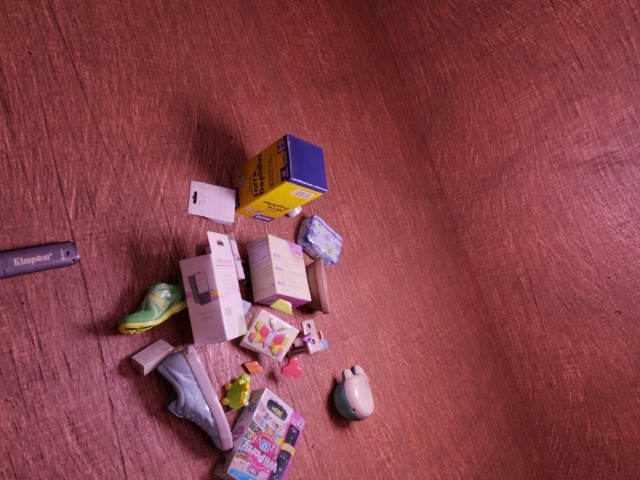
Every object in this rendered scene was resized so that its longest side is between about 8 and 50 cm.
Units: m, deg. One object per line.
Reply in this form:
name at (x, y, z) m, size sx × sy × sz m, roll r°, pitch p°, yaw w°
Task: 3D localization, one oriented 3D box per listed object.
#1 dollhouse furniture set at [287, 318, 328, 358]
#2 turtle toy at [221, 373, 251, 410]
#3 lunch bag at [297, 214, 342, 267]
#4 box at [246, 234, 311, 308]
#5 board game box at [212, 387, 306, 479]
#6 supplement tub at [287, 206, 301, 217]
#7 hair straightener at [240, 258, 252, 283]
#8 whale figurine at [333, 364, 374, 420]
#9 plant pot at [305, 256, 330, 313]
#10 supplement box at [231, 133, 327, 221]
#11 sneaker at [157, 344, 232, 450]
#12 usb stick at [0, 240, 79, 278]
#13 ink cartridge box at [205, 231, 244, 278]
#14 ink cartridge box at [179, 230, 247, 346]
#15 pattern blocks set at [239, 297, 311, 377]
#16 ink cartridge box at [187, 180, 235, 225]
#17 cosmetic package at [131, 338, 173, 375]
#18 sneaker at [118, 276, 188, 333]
dollhouse furniture set at (-0.037, 0.381, 1.964) m, size 0.184 × 0.129 × 0.129 m, roll -5°, pitch 76°, yaw -47°
turtle toy at (-0.276, 0.518, 1.680) m, size 0.066 × 0.095 × 0.130 m, roll 54°, pitch 37°, yaw -47°
lunch bag at (0.000, 0.000, 2.224) m, size 0.219 × 0.090 × 0.176 m, roll 43°, pitch 42°, yaw -26°
box at (-0.163, 0.127, 1.918) m, size 0.213 × 0.117 × 0.243 m, roll 21°, pitch 52°, yaw -52°
board game box at (-0.197, 0.696, 1.668) m, size 0.224 × 0.097 × 0.303 m, roll 46°, pitch 45°, yaw -22°
supplement tub at (-0.141, -0.160, 2.159) m, size 0.107 × 0.071 × 0.071 m, roll 49°, pitch 43°, yaw -17°
hair straightener at (-0.285, 0.139, 1.882) m, size 0.230 × 0.047 × 0.089 m, roll 44°, pitch 35°, yaw -32°
whale figurine at (0.136, 0.636, 2.055) m, size 0.216 × 0.141 × 0.272 m, roll 58°, pitch 16°, yaw -10°
plant pot at (-0.028, 0.194, 2.044) m, size 0.237 × 0.110 × 0.237 m, roll -9°, pitch 90°, yaw -89°
supplement box at (-0.170, -0.235, 1.942) m, size 0.195 × 0.356 × 0.194 m, roll 14°, pitch 62°, yaw -43°
sneaker at (-0.398, 0.515, 1.542) m, size 0.150 × 0.135 × 0.366 m, roll -24°, pitch 98°, yaw -17°
usb stick at (-0.810, 0.055, 1.349) m, size 0.278 × 0.045 × 0.077 m, roll -14°, pitch 81°, yaw -50°
ink cartridge box at (-0.352, 0.064, 1.785) m, size 0.061 × 0.104 × 0.181 m, roll 46°, pitch 28°, yaw -79°
ink cartridge box at (-0.360, 0.157, 1.639) m, size 0.207 × 0.119 × 0.353 m, roll 24°, pitch 54°, yaw -80°
pattern blocks set at (-0.184, 0.350, 1.784) m, size 0.325 × 0.026 × 0.285 m, roll 17°, pitch 87°, yaw -18°
ink cartridge box at (-0.419, -0.142, 1.888) m, size 0.179 × 0.045 × 0.145 m, roll 10°, pitch 64°, yaw -24°
cosmetic package at (-0.515, 0.357, 1.507) m, size 0.115 × 0.060 × 0.041 m, roll -30°, pitch 139°, yaw -49°
sneaker at (-0.527, 0.203, 1.548) m, size 0.123 × 0.109 × 0.295 m, roll 61°, pitch 31°, yaw -3°
